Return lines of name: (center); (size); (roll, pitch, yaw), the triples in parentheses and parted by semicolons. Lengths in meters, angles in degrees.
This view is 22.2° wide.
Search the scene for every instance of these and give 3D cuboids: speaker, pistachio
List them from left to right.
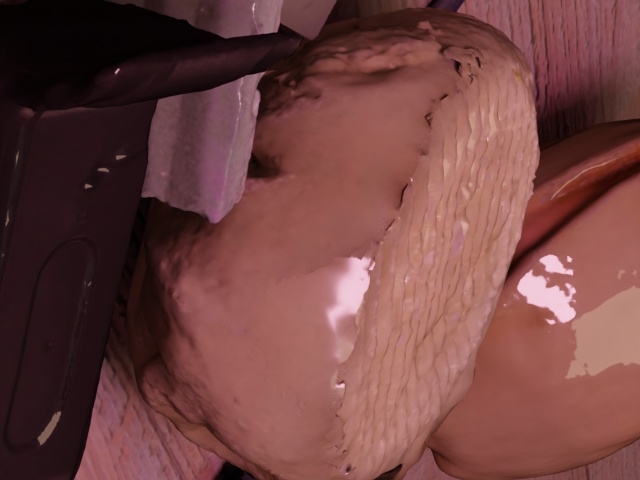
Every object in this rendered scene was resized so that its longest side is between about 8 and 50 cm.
speaker: (-0.168, 0.034, 0.889); (0.180, 0.184, 0.388); (-19, 133, -50)
pistachio: (0.240, 0.046, 1.473); (0.445, 0.281, 0.365); (-27, 149, -23)

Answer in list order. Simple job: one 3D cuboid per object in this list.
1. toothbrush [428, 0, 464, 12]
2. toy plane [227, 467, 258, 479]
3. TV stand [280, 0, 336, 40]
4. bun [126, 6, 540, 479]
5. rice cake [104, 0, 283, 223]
toothbrush: (0.148, -0.250, 1.282); (0.288, 0.024, 0.026); (-54, 165, -12)
toy plane: (-0.052, 0.230, 1.349); (0.382, 0.106, 0.155); (-30, 152, -50)
TV stand: (0.011, -0.265, 0.985); (0.083, 0.088, 0.269); (16, 104, -60)
bun: (0.000, 0.000, 1.103); (0.359, 0.211, 0.359); (-48, 150, -41)
rice cake: (-0.074, -0.135, 0.917); (0.043, 0.127, 0.237); (-21, 126, -55)
